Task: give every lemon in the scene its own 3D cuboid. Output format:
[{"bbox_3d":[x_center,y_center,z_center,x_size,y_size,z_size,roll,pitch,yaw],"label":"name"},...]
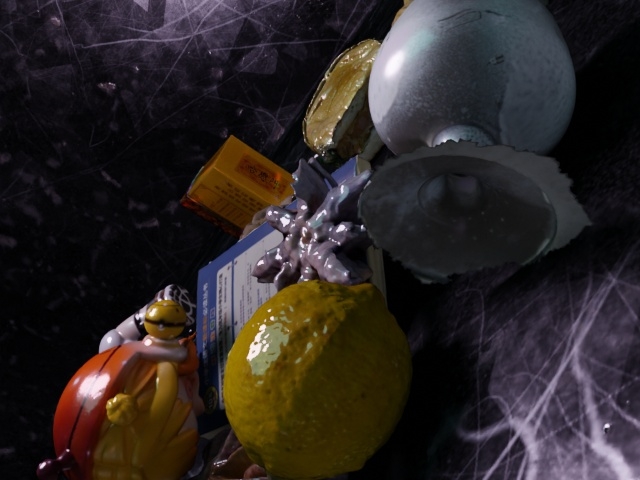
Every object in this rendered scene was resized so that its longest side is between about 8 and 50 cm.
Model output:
[{"bbox_3d":[-0.003,0.146,0.754,0.231,0.192,0.192,-62,14,-5],"label":"lemon"}]

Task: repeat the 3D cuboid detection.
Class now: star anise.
[{"bbox_3d":[0.000,0.000,0.897,0.229,0.093,0.236,-56,38,21],"label":"star anise"},{"bbox_3d":[-0.103,0.318,0.904,0.315,0.108,0.315,-55,10,15],"label":"star anise"}]

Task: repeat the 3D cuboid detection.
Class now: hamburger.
[{"bbox_3d":[0.070,-0.293,1.527,0.308,0.133,0.211,-61,31,5],"label":"hamburger"}]

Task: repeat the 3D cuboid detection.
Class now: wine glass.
[{"bbox_3d":[0.160,-0.135,0.766,0.238,0.238,0.322,-42,28,48],"label":"wine glass"}]

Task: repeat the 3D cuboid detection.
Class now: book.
[{"bbox_3d":[-0.064,0.099,1.052,0.428,0.039,0.299,-32,52,42],"label":"book"}]

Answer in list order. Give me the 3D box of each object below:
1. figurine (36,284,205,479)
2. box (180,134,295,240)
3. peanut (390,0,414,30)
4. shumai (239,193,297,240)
[{"bbox_3d":[-0.263,0.235,1.013,0.323,0.196,0.319,-98,15,-69],"label":"figurine"},{"bbox_3d":[-0.230,-0.128,2.044,0.115,0.264,0.415,-64,14,-20],"label":"box"},{"bbox_3d":[0.224,-0.447,1.420,0.147,0.147,0.305,-44,19,43],"label":"peanut"},{"bbox_3d":[-0.060,0.015,1.212,0.185,0.184,0.218,90,-162,-58],"label":"shumai"}]
